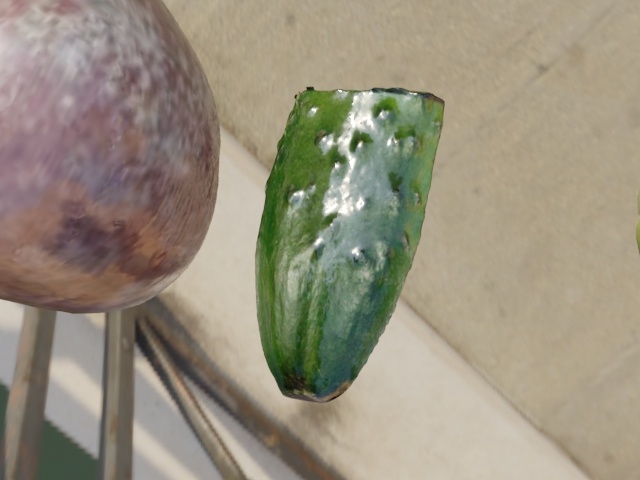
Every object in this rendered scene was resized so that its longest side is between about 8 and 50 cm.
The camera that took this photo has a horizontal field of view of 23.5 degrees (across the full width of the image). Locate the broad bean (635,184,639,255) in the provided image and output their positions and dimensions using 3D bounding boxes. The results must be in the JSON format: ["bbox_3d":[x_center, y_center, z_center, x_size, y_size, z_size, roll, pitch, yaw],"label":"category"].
[{"bbox_3d":[0.441,0.004,1.523,0.263,0.121,0.189,8,123,16],"label":"broad bean"}]

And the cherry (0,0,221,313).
[{"bbox_3d":[-0.174,-0.075,0.872,0.213,0.236,0.285,-46,126,6],"label":"cherry"}]

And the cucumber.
[{"bbox_3d":[0.000,0.000,0.522,0.035,0.067,0.107,20,79,-42],"label":"cucumber"}]
